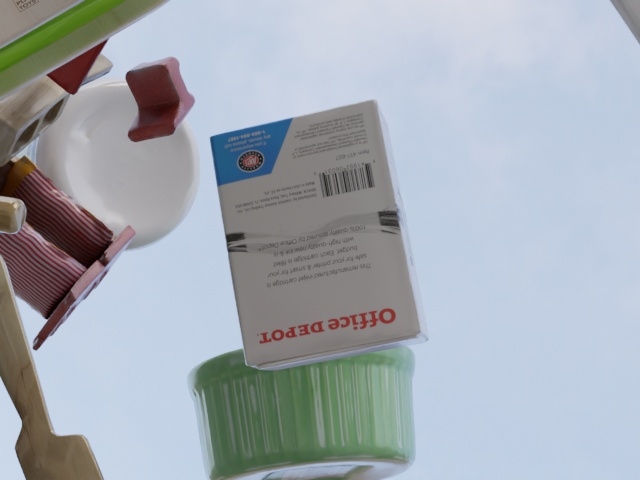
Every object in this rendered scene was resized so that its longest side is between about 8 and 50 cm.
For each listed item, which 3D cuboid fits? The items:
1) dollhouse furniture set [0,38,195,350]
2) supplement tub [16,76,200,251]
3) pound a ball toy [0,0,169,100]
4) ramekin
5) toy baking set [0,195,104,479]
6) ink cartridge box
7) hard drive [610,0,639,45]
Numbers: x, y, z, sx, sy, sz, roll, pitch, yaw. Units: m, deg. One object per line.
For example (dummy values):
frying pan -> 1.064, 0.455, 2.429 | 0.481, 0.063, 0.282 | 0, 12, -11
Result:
dollhouse furniture set -> -0.280, -0.078, 1.297 | 0.201, 0.152, 0.374 | 38, -50, -3
supplement tub -> -0.340, -0.092, 1.698 | 0.324, 0.235, 0.235 | -8, -70, 57
pound a ball toy -> -0.238, -0.236, 0.960 | 0.319, 0.208, 0.136 | -34, -95, -11
ramekin -> -0.018, 0.236, 1.546 | 0.303, 0.303, 0.148 | -18, -112, 28
toy baking set -> -0.211, 0.058, 0.552 | 0.256, 0.030, 0.197 | 4, -99, 6
ink cartridge box -> 0.000, 0.000, 1.011 | 0.148, 0.086, 0.203 | -11, -101, 8
hard drive -> 0.393, -0.189, 0.985 | 0.233, 0.047, 0.353 | -37, -106, 26
